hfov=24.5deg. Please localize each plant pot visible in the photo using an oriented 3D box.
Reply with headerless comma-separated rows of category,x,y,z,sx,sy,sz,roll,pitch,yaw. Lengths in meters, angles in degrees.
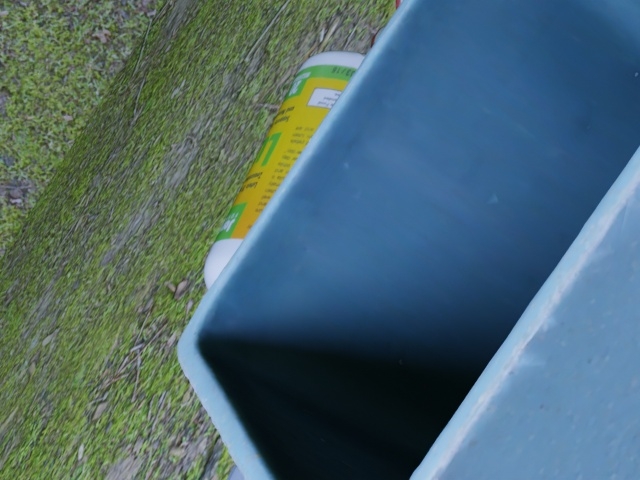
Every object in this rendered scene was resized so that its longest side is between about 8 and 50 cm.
plant pot,0.134,0.037,0.542,0.247,0.252,0.248,-55,21,4

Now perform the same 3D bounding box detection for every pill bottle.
pill bottle,0.000,0.000,1.051,0.136,0.136,0.245,-14,47,61

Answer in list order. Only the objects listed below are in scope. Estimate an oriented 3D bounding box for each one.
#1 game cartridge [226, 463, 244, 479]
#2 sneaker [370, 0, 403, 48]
game cartridge,-0.024,0.238,0.890,0.198,0.062,0.297,-60,21,-18
sneaker,0.126,-0.182,1.156,0.128,0.087,0.221,-15,32,26
